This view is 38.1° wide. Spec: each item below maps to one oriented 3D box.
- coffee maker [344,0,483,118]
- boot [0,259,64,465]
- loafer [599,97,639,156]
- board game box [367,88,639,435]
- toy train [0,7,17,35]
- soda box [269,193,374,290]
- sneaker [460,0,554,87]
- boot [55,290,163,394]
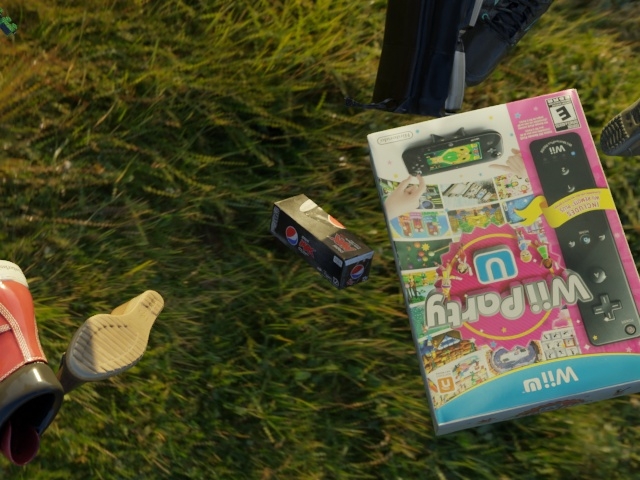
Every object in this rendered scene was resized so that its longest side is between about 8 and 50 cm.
[{"bbox_3d":[0.129,-0.253,1.198,0.171,0.120,0.178,-9,109,-55],"label":"coffee maker"},{"bbox_3d":[-0.340,0.158,0.862,0.088,0.244,0.176,14,40,-55],"label":"boot"},{"bbox_3d":[0.625,-0.228,1.687,0.087,0.251,0.094,13,62,-28],"label":"loafer"},{"bbox_3d":[0.188,0.021,0.929,0.224,0.097,0.303,-13,72,1],"label":"board game box"},{"bbox_3d":[-0.467,-0.327,1.320,0.017,0.023,0.083,-34,106,24],"label":"toy train"},{"bbox_3d":[0.000,0.000,1.337,0.060,0.169,0.053,-19,134,-35],"label":"soda box"},{"bbox_3d":[0.262,-0.332,1.288,0.101,0.106,0.267,35,78,-18],"label":"sneaker"},{"bbox_3d":[-0.333,0.182,1.330,0.090,0.248,0.207,46,113,-2],"label":"boot"}]
